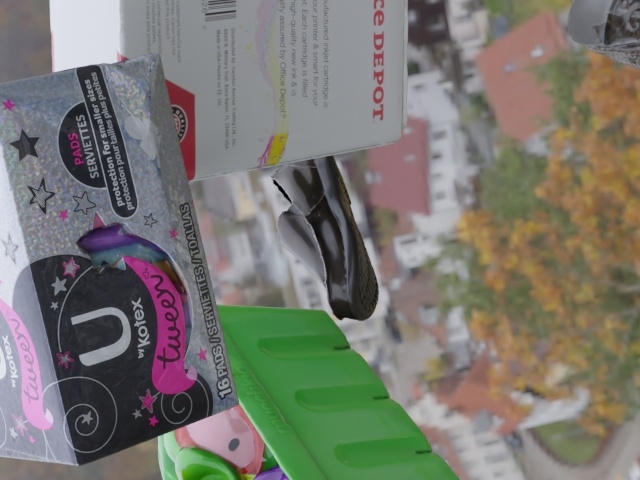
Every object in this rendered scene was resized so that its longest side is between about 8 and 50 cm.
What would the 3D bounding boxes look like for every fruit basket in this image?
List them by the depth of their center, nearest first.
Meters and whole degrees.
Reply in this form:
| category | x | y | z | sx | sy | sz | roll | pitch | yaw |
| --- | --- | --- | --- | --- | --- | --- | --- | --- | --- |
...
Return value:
| category | x | y | z | sx | sy | sz | roll | pitch | yaw |
| --- | --- | --- | --- | --- | --- | --- | --- | --- | --- |
| fruit basket | -0.099 | 0.259 | 1.382 | 0.392 | 0.392 | 0.283 | -113 | 23 | -52 |

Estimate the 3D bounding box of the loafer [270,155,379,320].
| category | x | y | z | sx | sy | sz | roll | pitch | yaw |
| --- | --- | --- | --- | --- | --- | --- | --- | --- | --- |
| loafer | 0.000 | 0.000 | 1.468 | 0.220 | 0.078 | 0.080 | -105 | -8 | -46 |

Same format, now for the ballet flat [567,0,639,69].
| category | x | y | z | sx | sy | sz | roll | pitch | yaw |
| --- | --- | --- | --- | --- | --- | --- | --- | --- | --- |
| ballet flat | 0.267 | -0.142 | 1.085 | 0.250 | 0.058 | 0.084 | 35 | 109 | 60 |

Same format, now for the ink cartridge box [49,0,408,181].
| category | x | y | z | sx | sy | sz | roll | pitch | yaw |
| --- | --- | --- | --- | --- | --- | --- | --- | --- | --- |
| ink cartridge box | -0.077 | -0.182 | 1.329 | 0.131 | 0.306 | 0.226 | 20 | 115 | 48 |

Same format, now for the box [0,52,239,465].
| category | x | y | z | sx | sy | sz | roll | pitch | yaw |
| --- | --- | --- | --- | --- | --- | --- | --- | --- | --- |
| box | -0.178 | 0.013 | 1.020 | 0.163 | 0.142 | 0.247 | -5 | 100 | 50 |
